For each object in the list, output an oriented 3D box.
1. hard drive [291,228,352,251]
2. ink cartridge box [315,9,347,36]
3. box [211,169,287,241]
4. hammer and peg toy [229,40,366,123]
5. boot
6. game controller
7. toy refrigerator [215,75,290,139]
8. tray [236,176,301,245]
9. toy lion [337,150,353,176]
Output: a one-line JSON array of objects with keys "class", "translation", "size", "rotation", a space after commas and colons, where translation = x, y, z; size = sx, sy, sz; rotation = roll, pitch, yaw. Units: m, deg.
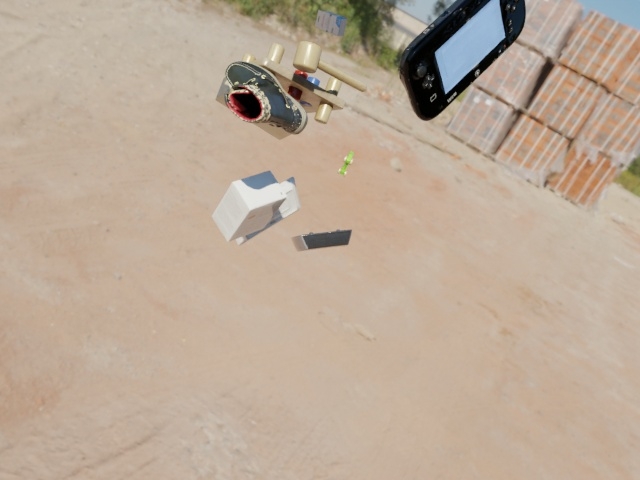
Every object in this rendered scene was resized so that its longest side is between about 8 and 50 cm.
[{"class": "hard drive", "translation": [0.000, 0.000, 1.811], "size": [0.172, 0.054, 0.255], "rotation": [-6, -1, -10]}, {"class": "ink cartridge box", "translation": [0.028, -0.586, 1.568], "size": [0.083, 0.048, 0.028], "rotation": [34, 36, 29]}, {"class": "box", "translation": [-0.190, -0.090, 1.546], "size": [0.130, 0.170, 0.091], "rotation": [-23, 74, -40]}, {"class": "hammer and peg toy", "translation": [-0.064, -0.396, 1.518], "size": [0.266, 0.127, 0.361], "rotation": [22, -3, -31]}, {"class": "boot", "translation": [-0.151, -0.319, 1.242], "size": [0.236, 0.085, 0.178], "rotation": [43, 21, 17]}, {"class": "game controller", "translation": [0.274, -0.372, 1.096], "size": [0.067, 0.319, 0.166], "rotation": [35, -15, 49]}, {"class": "toy refrigerator", "translation": [-0.210, -0.456, 1.967], "size": [0.269, 0.102, 0.094], "rotation": [27, -23, -30]}, {"class": "tray", "translation": [-0.178, -0.094, 1.968], "size": [0.270, 0.145, 0.030], "rotation": [-33, 46, -22]}, {"class": "toy lion", "translation": [0.097, -0.285, 2.104], "size": [0.034, 0.100, 0.096], "rotation": [25, 49, -3]}]
